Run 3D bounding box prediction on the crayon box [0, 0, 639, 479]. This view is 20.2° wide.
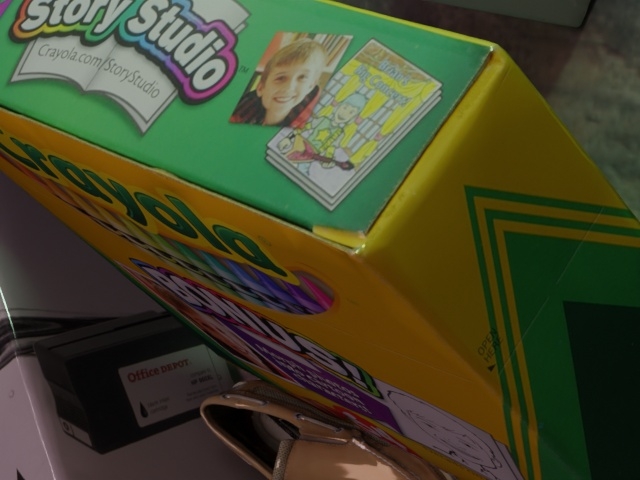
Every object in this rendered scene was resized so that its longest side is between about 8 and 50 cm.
[{"bbox_3d":[0.000,0.000,0.846,0.363,0.313,0.106,22,74,45],"label":"crayon box"}]

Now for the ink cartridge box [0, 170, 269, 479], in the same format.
[{"bbox_3d":[-0.192,0.156,1.156,0.285,0.166,0.395,-42,59,37],"label":"ink cartridge box"}]

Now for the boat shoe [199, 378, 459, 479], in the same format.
[{"bbox_3d":[0.002,0.130,1.018,0.190,0.072,0.068,19,103,45],"label":"boat shoe"}]

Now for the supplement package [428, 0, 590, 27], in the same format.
[{"bbox_3d":[0.036,-0.235,0.852,0.145,0.262,0.204,40,116,39],"label":"supplement package"}]
